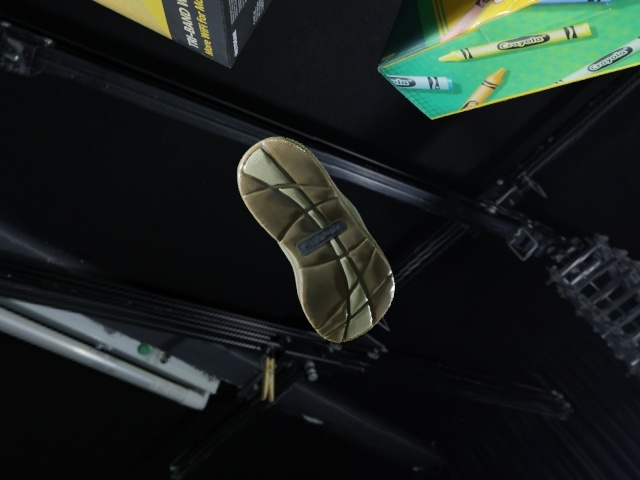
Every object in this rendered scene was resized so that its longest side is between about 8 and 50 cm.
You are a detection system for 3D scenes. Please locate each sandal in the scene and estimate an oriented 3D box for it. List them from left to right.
[{"bbox_3d":[0.000,0.000,0.377,0.072,0.049,0.180,-28,-61,5],"label":"sandal"}]

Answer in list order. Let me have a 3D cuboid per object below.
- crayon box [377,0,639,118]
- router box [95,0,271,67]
[{"bbox_3d":[0.185,-0.201,0.367,0.081,0.279,0.165,32,-111,-33],"label":"crayon box"},{"bbox_3d":[-0.148,-0.253,0.280,0.243,0.309,0.080,27,-103,0],"label":"router box"}]
